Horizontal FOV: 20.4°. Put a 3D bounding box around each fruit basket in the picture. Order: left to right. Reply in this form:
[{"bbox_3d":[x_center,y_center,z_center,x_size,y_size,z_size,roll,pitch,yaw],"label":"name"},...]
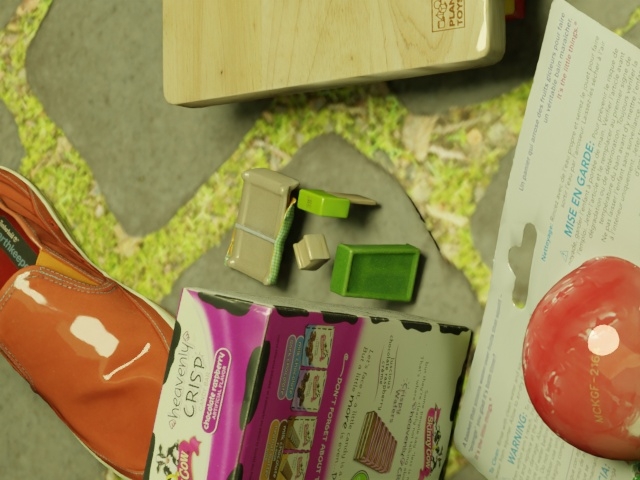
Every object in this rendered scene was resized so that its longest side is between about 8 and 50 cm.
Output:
[{"bbox_3d":[0.217,0.082,0.975,0.353,0.165,0.327,46,137,46],"label":"fruit basket"}]

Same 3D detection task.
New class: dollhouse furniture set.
[{"bbox_3d":[0.000,0.000,1.227,0.151,0.058,0.076,23,106,53],"label":"dollhouse furniture set"}]

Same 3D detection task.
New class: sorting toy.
[{"bbox_3d":[0.019,-0.225,1.198,0.255,0.089,0.257,-5,82,34],"label":"sorting toy"}]

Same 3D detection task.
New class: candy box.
[{"bbox_3d":[-0.006,0.117,1.090,0.071,0.233,0.159,13,91,35],"label":"candy box"}]

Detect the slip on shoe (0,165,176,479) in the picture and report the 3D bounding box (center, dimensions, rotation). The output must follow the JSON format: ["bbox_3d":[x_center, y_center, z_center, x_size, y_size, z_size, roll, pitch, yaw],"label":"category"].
[{"bbox_3d":[-0.195,0.061,1.306,0.331,0.101,0.123,46,108,27],"label":"slip on shoe"}]
